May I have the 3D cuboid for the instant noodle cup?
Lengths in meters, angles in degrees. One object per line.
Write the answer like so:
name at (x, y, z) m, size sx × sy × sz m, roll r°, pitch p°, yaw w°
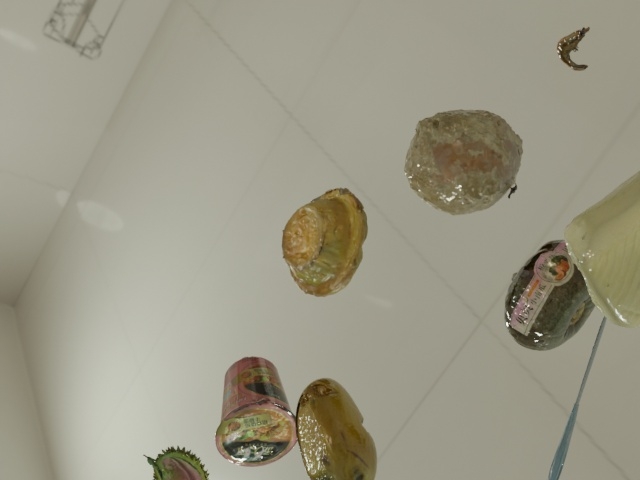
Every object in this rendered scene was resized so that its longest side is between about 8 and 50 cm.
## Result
instant noodle cup at (-0.189, 0.469, 2.302) m, size 0.243 × 0.244 × 0.255 m, roll 25°, pitch -157°, yaw -23°

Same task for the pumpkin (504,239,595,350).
pumpkin at (0.512, 0.118, 1.830) m, size 0.189 × 0.260 × 0.260 m, roll 36°, pitch -164°, yaw 32°

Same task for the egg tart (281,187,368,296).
egg tart at (0.000, 0.000, 2.002) m, size 0.118 × 0.288 × 0.288 m, roll 16°, pitch -156°, yaw -39°

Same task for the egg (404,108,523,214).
egg at (0.343, -0.192, 1.956) m, size 0.310 × 0.279 × 0.279 m, roll -18°, pitch -131°, yaw -40°

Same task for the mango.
mango at (0.029, 0.390, 1.622) m, size 0.167 × 0.130 × 0.262 m, roll 23°, pitch -143°, yaw -45°

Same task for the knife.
knife at (0.421, 0.260, 1.325) m, size 0.019 × 0.313 × 0.044 m, roll 18°, pitch 179°, yaw 26°

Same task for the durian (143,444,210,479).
durian at (-0.330, 0.566, 1.898) m, size 0.137 × 0.221 × 0.095 m, roll -18°, pitch -157°, yaw -17°

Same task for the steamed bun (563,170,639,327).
steamed bun at (0.430, -0.015, 1.024) m, size 0.170 × 0.238 × 0.153 m, roll 50°, pitch -166°, yaw -22°

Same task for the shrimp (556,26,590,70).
shrimp at (0.578, -0.431, 1.813) m, size 0.091 × 0.025 × 0.127 m, roll 54°, pitch 161°, yaw 9°
